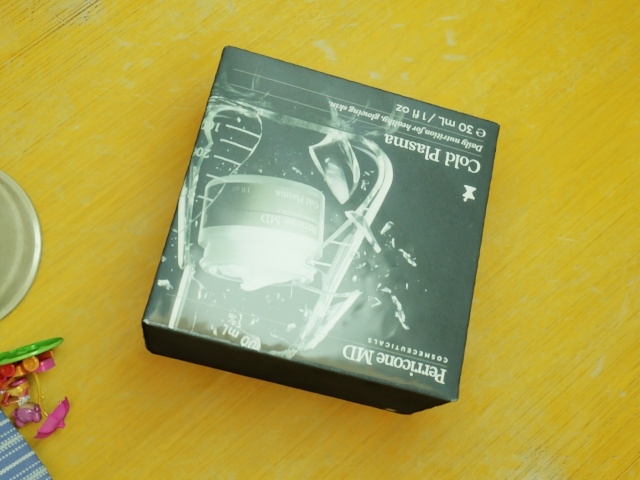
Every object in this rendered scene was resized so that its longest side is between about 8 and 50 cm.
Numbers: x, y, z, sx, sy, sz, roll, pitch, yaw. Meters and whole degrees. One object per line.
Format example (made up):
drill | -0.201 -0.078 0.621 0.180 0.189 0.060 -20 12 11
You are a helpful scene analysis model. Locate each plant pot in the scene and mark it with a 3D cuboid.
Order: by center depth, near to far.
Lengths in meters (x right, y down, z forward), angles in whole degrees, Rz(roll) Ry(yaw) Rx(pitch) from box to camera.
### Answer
plant pot | -0.658 -0.007 1.221 0.333 0.305 0.334 1 83 -6

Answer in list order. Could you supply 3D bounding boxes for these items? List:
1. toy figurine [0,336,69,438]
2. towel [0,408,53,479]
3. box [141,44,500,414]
toy figurine | -0.512 0.270 1.324 0.173 0.130 0.159 -14 96 13
towel | -0.629 0.337 1.241 0.336 0.243 0.040 49 125 7
box | 0.000 0.000 1.272 0.479 0.297 0.472 14 72 -6
